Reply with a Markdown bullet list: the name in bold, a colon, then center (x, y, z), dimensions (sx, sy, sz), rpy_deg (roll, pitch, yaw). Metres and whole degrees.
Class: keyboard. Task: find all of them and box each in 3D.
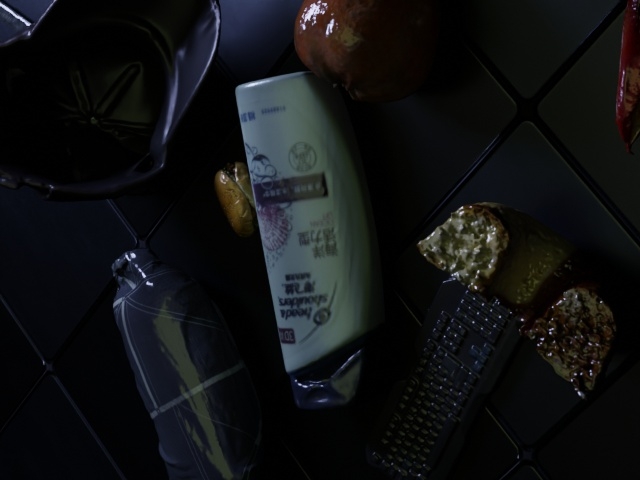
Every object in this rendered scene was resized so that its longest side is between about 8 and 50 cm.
- **keyboard**: center (0.127, 0.155, 1.591), dimensions (0.106, 0.016, 0.262), rpy_deg (38, 119, 26)

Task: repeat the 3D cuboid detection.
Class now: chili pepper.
- **chili pepper**: center (0.306, -0.210, 1.372), dimensions (0.050, 0.059, 0.268), rpy_deg (-123, 39, -64)

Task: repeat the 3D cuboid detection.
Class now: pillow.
- **pillow**: center (-0.158, 0.165, 1.763), dimensions (0.161, 0.092, 0.335), rpy_deg (-28, 80, 41)

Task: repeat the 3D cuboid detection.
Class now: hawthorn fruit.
- **hawthorn fruit**: center (0.049, -0.227, 1.500), dimensions (0.149, 0.149, 0.189), rpy_deg (21, 115, 33)

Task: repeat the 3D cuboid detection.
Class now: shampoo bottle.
- **shampoo bottle**: center (0.000, 0.000, 1.622), dimensions (0.134, 0.078, 0.359), rpy_deg (-9, 93, 33)

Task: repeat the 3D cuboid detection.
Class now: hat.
- **hat**: center (-0.234, -0.187, 1.738), dimensions (0.238, 0.209, 0.336), rpy_deg (43, 105, 0)

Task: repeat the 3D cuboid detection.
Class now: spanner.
- **spanner**: center (-0.404, -0.291, 1.914), dimensions (0.254, 0.015, 0.054), rpy_deg (36, 117, 27)

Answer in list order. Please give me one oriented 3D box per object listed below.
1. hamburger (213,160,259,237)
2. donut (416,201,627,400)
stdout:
- **hamburger**: center (-0.090, -0.045, 1.692), dimensions (0.083, 0.044, 0.076), rpy_deg (61, 171, 9)
- **donut**: center (0.208, 0.039, 1.436), dimensions (0.217, 0.141, 0.085), rpy_deg (40, 110, 16)
